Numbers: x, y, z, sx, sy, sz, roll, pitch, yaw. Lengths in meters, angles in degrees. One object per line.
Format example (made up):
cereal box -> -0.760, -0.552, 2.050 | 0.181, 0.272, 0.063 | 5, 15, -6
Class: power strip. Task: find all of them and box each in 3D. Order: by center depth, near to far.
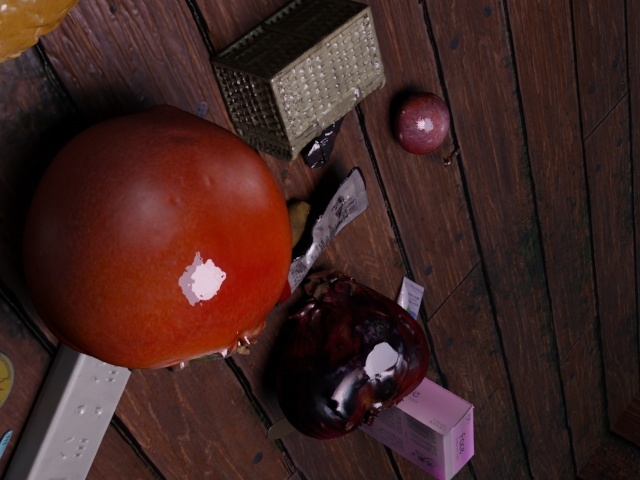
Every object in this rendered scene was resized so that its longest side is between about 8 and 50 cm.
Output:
power strip -> -0.340, 0.251, 1.211 | 0.098, 0.058, 0.338 | 18, 98, -53

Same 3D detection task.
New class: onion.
onion -> 0.042, 0.207, 1.513 | 0.281, 0.221, 0.280 | -3, 98, -23

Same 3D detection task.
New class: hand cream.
hand cream -> 0.164, 0.148, 1.754 | 0.084, 0.053, 0.142 | 30, 77, -52

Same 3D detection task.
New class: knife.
knife -> -0.426, 0.287, 1.176 | 0.014, 0.005, 0.091 | 30, 87, -52

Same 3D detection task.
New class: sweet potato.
sweet potato -> -0.104, 0.020, 1.342 | 0.273, 0.075, 0.075 | -33, 134, -36

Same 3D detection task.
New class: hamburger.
hamburger -> -0.296, -0.259, 0.897 | 0.155, 0.135, 0.207 | 11, 105, -50

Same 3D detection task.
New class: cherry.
cherry -> 0.190, -0.192, 1.550 | 0.225, 0.090, 0.107 | 16, 83, -62

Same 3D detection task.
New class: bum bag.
bum bag -> 0.011, -0.167, 1.390 | 0.058, 0.034, 0.124 | 10, 104, -61

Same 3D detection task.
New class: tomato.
tomato -> -0.189, -0.001, 1.060 | 0.322, 0.322, 0.321 | -27, 130, -37

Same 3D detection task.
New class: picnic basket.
picnic basket -> -0.023, -0.223, 1.239 | 0.196, 0.134, 0.154 | -42, 135, -26

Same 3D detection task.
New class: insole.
insole -> -0.049, 0.337, 1.649 | 0.135, 0.002, 0.045 | -5, 116, -48

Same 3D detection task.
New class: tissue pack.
tissue pack -> 0.163, 0.326, 1.692 | 0.092, 0.246, 0.148 | -37, 137, -32

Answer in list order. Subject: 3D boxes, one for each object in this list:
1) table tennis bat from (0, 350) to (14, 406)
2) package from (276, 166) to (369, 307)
table tennis bat -> -0.438, 0.199, 1.099 | 0.155, 0.019, 0.100 | -53, 143, -16
package -> 0.000, 0.000, 1.441 | 0.239, 0.030, 0.154 | -54, 164, -14
